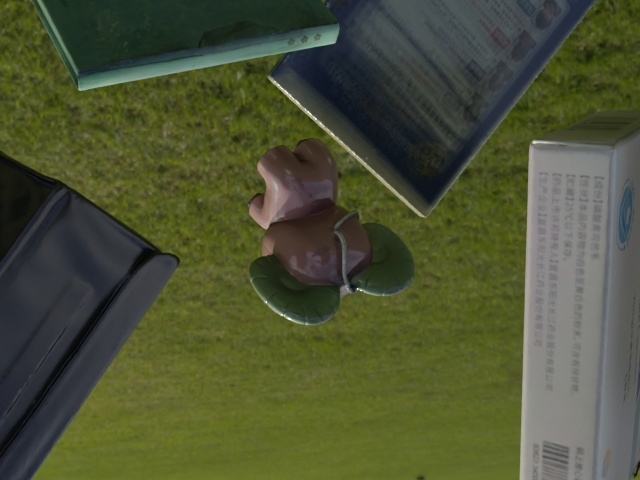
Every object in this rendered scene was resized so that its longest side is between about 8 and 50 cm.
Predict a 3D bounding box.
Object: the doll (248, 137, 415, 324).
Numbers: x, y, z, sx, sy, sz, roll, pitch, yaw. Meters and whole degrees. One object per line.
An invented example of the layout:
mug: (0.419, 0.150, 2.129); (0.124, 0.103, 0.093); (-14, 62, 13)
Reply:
doll: (0.000, 0.000, 1.212); (0.284, 0.268, 0.216); (-20, 146, -29)

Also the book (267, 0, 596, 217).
book: (0.126, -0.205, 0.671); (0.228, 0.018, 0.322); (39, 91, -33)

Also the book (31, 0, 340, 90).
book: (-0.072, -0.124, 0.371); (0.135, 0.103, 0.017); (-19, 149, -27)

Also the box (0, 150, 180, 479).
box: (-0.375, 0.080, 0.777); (0.251, 0.345, 0.204); (25, 167, 32)

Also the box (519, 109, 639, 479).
box: (0.229, 0.073, 0.618); (0.065, 0.343, 0.200); (7, -162, 32)
